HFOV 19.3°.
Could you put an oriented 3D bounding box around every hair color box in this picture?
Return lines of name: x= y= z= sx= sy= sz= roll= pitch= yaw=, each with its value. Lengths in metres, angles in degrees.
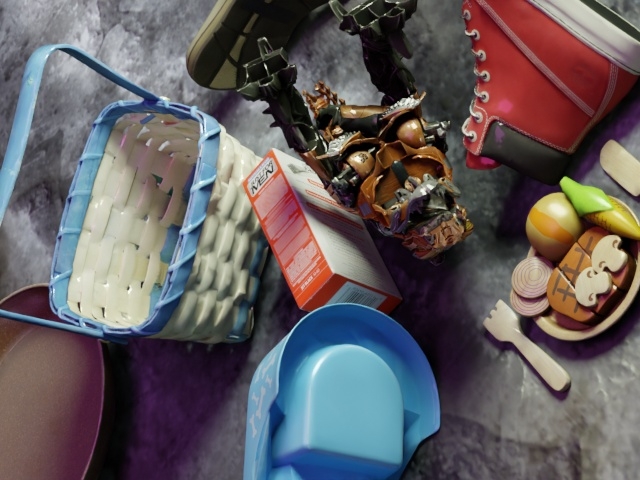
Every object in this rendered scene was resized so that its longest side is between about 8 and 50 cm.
hair color box: x=0.000 y=0.000 z=1.711 sx=0.053 sy=0.093 sz=0.167 roll=-46 pitch=45 yaw=24

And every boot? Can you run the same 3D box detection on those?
boot: x=0.133 y=-0.162 z=1.573 sx=0.244 sy=0.088 sz=0.176 roll=40 pitch=110 yaw=9

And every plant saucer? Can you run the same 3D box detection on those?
plant saucer: x=-0.311 y=0.200 z=1.991 sx=0.310 sy=0.050 sz=0.310 roll=-23 pitch=56 yaw=41

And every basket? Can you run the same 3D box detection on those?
basket: x=-0.186 y=-0.020 z=1.768 sx=0.201 sy=0.289 sz=0.254 roll=7 pitch=76 yaw=43

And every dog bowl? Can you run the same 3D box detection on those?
dog bowl: x=0.011 y=0.203 z=1.572 sx=0.074 sy=0.166 sz=0.297 roll=-25 pitch=57 yaw=53

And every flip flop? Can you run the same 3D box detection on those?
flip flop: x=-0.040 y=-0.260 z=1.862 sx=0.277 sy=0.112 sz=0.080 roll=-47 pitch=40 yaw=31

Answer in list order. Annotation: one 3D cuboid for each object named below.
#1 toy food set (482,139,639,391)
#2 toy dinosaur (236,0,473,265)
toy food set: x=0.205 y=0.018 z=1.524 sx=0.192 sy=0.038 sz=0.132 roll=-57 pitch=42 yaw=13
toy dinosaur: x=0.032 y=-0.085 z=1.656 sx=0.164 sy=0.218 sz=0.322 roll=-39 pitch=27 yaw=-24
